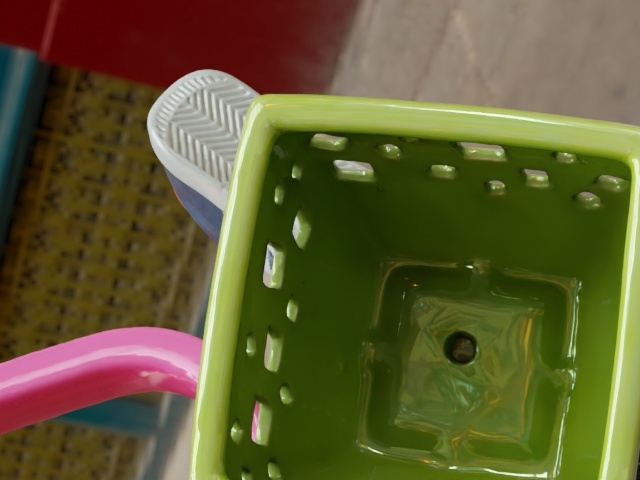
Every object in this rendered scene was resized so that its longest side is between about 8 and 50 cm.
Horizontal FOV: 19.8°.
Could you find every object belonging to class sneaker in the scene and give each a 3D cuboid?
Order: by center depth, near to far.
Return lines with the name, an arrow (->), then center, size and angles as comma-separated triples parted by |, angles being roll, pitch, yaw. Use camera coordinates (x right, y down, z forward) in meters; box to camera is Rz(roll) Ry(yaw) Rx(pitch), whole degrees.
sneaker -> 0.000, 0.000, 1.562 | 0.131, 0.350, 0.148 | -40, -22, -12

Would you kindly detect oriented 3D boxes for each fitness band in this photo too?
fitness band -> -0.163, 0.160, 1.088 | 0.054, 0.291, 0.209 | 62, -168, -52

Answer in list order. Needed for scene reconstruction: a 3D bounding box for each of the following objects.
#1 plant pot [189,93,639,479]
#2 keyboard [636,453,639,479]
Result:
plant pot -> 0.073, 0.058, 1.017 | 0.207, 0.227, 0.228 | 41, -124, -74
keyboard -> 0.205, 0.144, 1.259 | 0.038, 0.192, 0.100 | 18, 110, 51
